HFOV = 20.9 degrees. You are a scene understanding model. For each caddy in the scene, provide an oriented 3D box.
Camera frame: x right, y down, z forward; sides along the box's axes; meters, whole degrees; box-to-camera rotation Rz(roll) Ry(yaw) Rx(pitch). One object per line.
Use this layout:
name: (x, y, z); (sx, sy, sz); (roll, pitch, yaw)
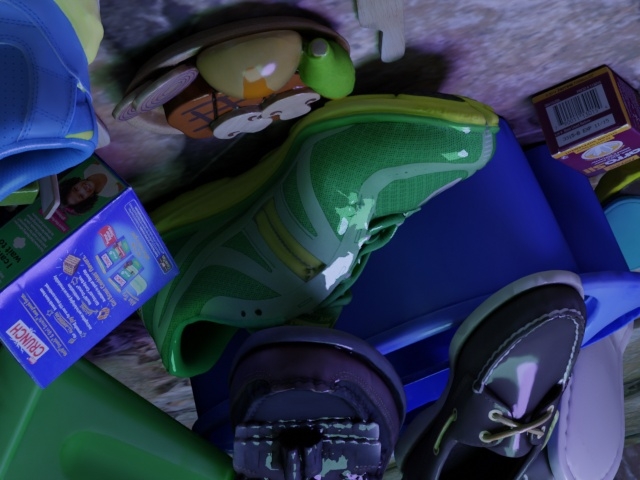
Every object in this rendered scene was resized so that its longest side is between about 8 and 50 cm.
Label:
caddy: (0.058, 0.056, 1.197); (0.341, 0.179, 0.241); (-25, 163, 27)

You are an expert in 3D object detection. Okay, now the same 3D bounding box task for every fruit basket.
fruit basket: (-0.249, 0.211, 1.226); (0.392, 0.283, 0.392); (20, 164, 6)

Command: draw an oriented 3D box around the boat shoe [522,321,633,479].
boat shoe: (0.184, 0.095, 1.357); (0.091, 0.109, 0.305); (-14, -150, 24)

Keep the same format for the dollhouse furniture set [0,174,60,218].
dollhouse furniture set: (-0.178, -0.023, 0.889); (0.076, 0.059, 0.151); (-4, 162, -25)

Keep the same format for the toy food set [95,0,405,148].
toy food set: (-0.043, -0.076, 0.896); (0.192, 0.038, 0.132); (-17, 164, 1)

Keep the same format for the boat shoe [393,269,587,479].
boat shoe: (0.112, 0.107, 1.077); (0.081, 0.069, 0.228); (1, 141, -20)

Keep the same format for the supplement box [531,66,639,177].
supplement box: (0.177, -0.075, 1.116); (0.055, 0.043, 0.083); (-24, 163, 21)

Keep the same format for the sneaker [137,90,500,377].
sneaker: (0.000, 0.000, 1.044); (0.109, 0.123, 0.295); (2, 156, -47)

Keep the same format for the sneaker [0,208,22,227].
sneaker: (-0.173, 0.011, 1.045); (0.135, 0.052, 0.058); (-5, 165, -34)

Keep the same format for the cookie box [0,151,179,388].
cookie box: (-0.144, 0.018, 0.987); (0.107, 0.040, 0.092); (-41, 144, -13)

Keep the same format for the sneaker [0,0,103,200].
sneaker: (-0.196, -0.049, 0.674); (0.240, 0.126, 0.091); (-15, 164, -7)

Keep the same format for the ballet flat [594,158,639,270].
ballet flat: (0.245, -0.050, 1.209); (0.077, 0.077, 0.231); (17, 154, -8)

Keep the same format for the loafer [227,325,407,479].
loafer: (-0.003, 0.150, 1.085); (0.109, 0.095, 0.302); (3, 153, 2)
